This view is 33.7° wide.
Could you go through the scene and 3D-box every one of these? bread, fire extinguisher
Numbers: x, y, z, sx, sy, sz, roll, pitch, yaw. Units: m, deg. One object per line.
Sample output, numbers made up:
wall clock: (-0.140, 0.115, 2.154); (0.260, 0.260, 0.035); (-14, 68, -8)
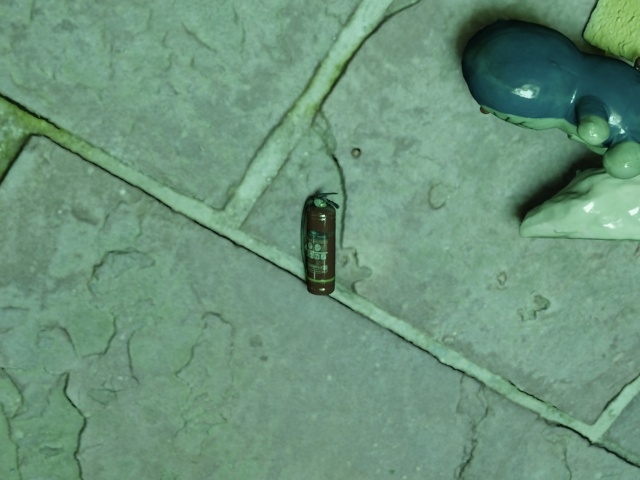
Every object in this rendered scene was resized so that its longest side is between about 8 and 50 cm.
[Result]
bread: (0.494, -0.350, 1.440); (0.178, 0.135, 0.240); (0, 117, -43)
fire extinguisher: (0.000, 0.000, 1.526); (0.064, 0.043, 0.158); (16, 117, 33)

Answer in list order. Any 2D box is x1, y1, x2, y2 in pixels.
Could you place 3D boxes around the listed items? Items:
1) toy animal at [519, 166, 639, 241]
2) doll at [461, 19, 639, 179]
toy animal: (0.445, -0.080, 1.489); (0.308, 0.266, 0.188); (6, 101, 37)
doll: (0.308, -0.194, 1.387); (0.259, 0.228, 0.154); (16, 113, 1)
